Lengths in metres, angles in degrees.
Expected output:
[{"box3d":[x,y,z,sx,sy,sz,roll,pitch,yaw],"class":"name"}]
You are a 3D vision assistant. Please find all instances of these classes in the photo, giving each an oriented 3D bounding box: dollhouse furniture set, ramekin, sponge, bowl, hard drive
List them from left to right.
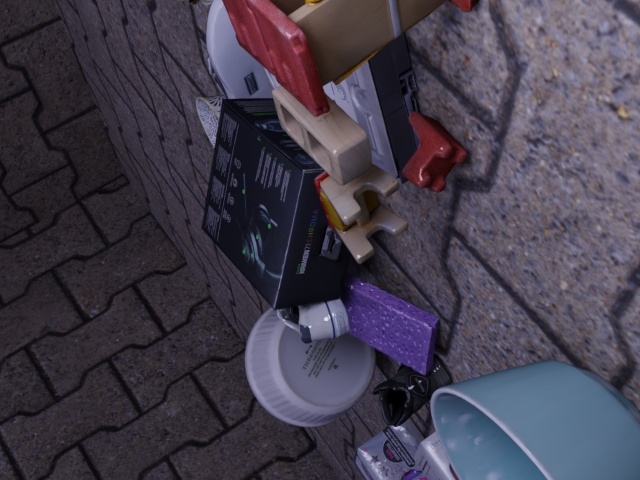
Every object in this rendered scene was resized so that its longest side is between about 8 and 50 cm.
[{"box3d":[-0.164,-0.219,1.645,0.170,0.080,0.170,53,164,22],"class":"bowl"},{"box3d":[-0.010,0.242,1.736,0.272,0.273,0.127,58,154,0],"class":"ramekin"},{"box3d":[0.006,-0.237,1.124,0.339,0.064,0.237,40,156,47],"class":"hard drive"},{"box3d":[0.046,-0.172,0.895,0.152,0.201,0.374,48,168,33],"class":"dollhouse furniture set"},{"box3d":[0.102,0.135,1.433,0.210,0.031,0.117,26,136,29],"class":"sponge"},{"box3d":[0.290,0.266,1.016,0.311,0.163,0.311,51,164,22],"class":"bowl"}]

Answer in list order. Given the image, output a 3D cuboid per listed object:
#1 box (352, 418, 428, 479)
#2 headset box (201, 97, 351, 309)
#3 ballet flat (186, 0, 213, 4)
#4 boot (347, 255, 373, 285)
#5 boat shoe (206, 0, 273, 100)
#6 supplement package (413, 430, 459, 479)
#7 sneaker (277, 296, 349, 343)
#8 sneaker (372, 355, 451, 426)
[{"box3d":[0.196,0.531,1.848,0.247,0.142,0.163,53,164,18],"class":"box"},{"box3d":[-0.059,-0.061,1.357,0.283,0.131,0.246,43,130,44],"class":"headset box"},{"box3d":[-0.188,-0.420,1.372,0.086,0.086,0.248,64,165,-19],"class":"ballet flat"},{"box3d":[0.000,0.000,1.528,0.258,0.095,0.123,49,165,28],"class":"boot"},{"box3d":[-0.139,-0.307,1.374,0.102,0.108,0.301,50,169,24],"class":"boat shoe"},{"box3d":[0.277,0.396,1.347,0.244,0.139,0.134,52,165,21],"class":"supplement package"},{"box3d":[-0.034,0.097,1.454,0.258,0.091,0.094,-139,39,-67],"class":"sneaker"},{"box3d":[0.147,0.276,1.543,0.087,0.130,0.227,58,167,7],"class":"sneaker"}]
